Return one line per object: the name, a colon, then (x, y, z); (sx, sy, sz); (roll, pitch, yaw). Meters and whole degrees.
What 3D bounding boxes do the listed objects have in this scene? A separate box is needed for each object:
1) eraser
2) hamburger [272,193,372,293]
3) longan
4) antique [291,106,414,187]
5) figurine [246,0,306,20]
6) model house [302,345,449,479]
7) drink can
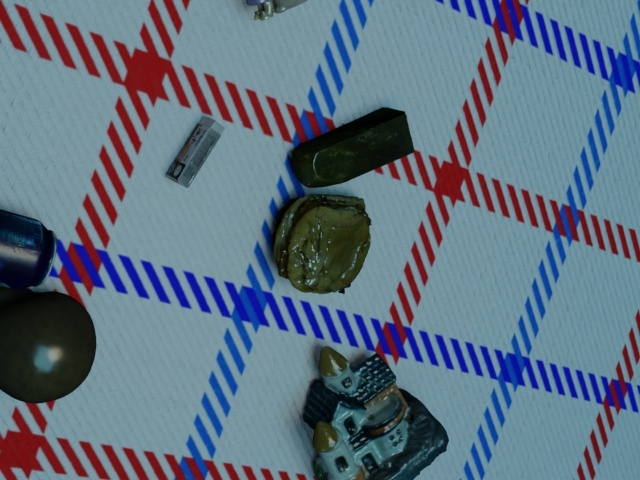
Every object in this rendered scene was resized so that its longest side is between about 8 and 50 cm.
eraser: (-0.209, -0.148, 1.910); (0.029, 0.052, 0.122); (34, 87, -34)
hamburger: (0.000, 0.000, 2.052); (0.206, 0.130, 0.183); (6, 104, -51)
longan: (-0.451, 0.156, 1.805); (0.185, 0.159, 0.204); (-37, 82, -35)
antique: (0.054, -0.161, 2.046); (0.221, 0.081, 0.080); (-26, 114, -21)
figurine: (-0.093, -0.492, 1.841); (0.155, 0.127, 0.235); (-31, 113, -9)
model house: (0.071, 0.327, 2.153); (0.253, 0.184, 0.291); (-34, 114, -13)
drink can: (-0.513, 0.004, 1.738); (0.205, 0.118, 0.118); (18, 95, -32)
